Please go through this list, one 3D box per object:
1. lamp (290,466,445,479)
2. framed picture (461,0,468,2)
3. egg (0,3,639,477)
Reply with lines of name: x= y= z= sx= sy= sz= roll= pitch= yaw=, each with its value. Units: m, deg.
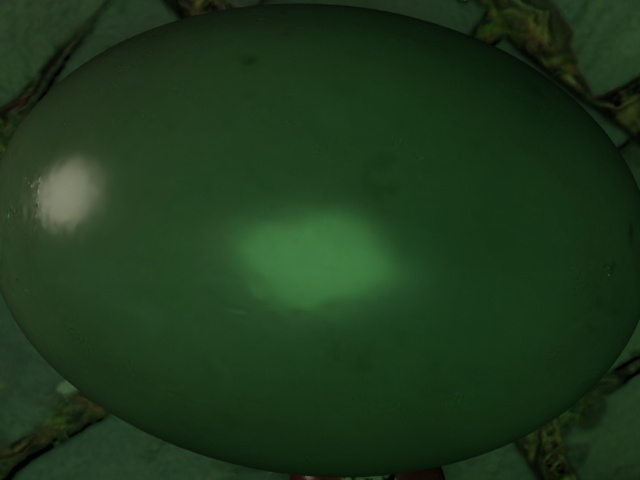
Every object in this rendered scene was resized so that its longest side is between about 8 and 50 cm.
lamp: x=0.031 y=0.170 z=0.903 sx=0.107 sy=0.092 sz=0.108 roll=0 pitch=98 yaw=-1
framed picture: x=0.078 y=-0.272 z=0.890 sx=0.142 sy=0.011 sz=0.183 roll=26 pitch=96 yaw=-4
egg: x=0.000 y=0.000 z=0.789 sx=0.388 sy=0.276 sz=0.276 roll=5 pitch=97 yaw=1
